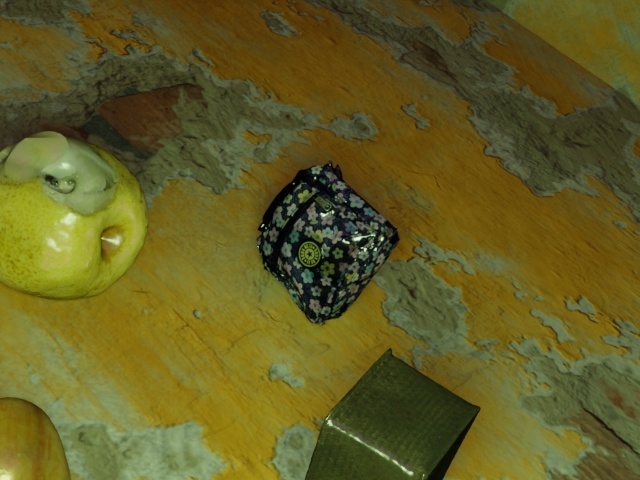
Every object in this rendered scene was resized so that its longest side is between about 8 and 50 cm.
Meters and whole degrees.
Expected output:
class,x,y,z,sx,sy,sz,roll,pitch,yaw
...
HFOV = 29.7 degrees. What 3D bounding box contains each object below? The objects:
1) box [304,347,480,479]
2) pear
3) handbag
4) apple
class,x,y,z,sx,sy,sz,roll,pitch,yaw
box,0.074,0.306,1.559,0.143,0.273,0.184,30,37,15
pear,-0.404,-0.035,1.841,0.271,0.271,0.271,12,36,-9
handbag,0.000,0.000,1.966,0.208,0.228,0.127,44,23,22
apple,-0.391,0.282,1.468,0.199,0.199,0.199,12,36,-9
